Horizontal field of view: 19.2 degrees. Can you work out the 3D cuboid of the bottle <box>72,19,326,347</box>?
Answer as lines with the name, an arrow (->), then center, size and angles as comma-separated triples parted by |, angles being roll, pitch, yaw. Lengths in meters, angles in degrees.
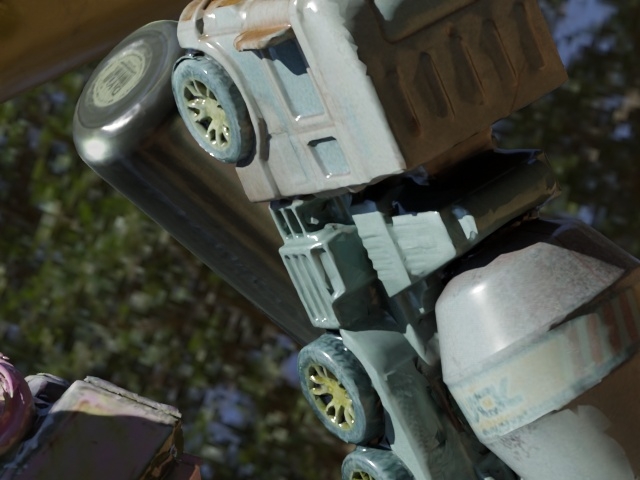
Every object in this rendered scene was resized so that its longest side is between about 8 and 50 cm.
bottle -> 0.000, 0.000, 0.872 | 0.254, 0.096, 0.079 | 43, -124, -32

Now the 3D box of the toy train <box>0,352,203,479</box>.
toy train -> -0.184, 0.176, 1.029 | 0.261, 0.177, 0.134 | -55, -25, -38

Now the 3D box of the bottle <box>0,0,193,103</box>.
bottle -> -0.196, -0.145, 0.947 | 0.351, 0.171, 0.171 | -29, -52, -38

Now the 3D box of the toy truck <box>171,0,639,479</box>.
toy truck -> 0.058, 0.011, 0.666 | 0.108, 0.140, 0.256 | -29, -78, -27
